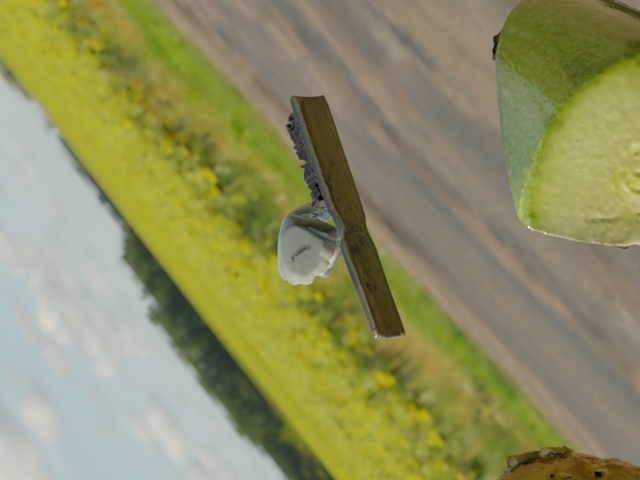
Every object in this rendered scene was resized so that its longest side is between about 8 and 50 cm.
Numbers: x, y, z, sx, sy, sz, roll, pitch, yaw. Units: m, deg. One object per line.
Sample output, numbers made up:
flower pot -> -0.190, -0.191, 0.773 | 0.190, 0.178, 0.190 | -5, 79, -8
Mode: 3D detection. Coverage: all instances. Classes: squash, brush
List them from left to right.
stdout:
brush -> 0.020, -0.019, 1.631 | 0.036, 0.043, 0.248 | -45, 57, 48
squash -> 0.241, -0.095, 1.387 | 0.155, 0.236, 0.204 | -171, 86, -72

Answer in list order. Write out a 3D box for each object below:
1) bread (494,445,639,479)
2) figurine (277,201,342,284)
bread -> 0.216, 0.290, 1.469 | 0.240, 0.240, 0.139 | 50, 148, 29
figurine -> 0.000, 0.000, 1.820 | 0.086, 0.094, 0.082 | -1, -122, -59
